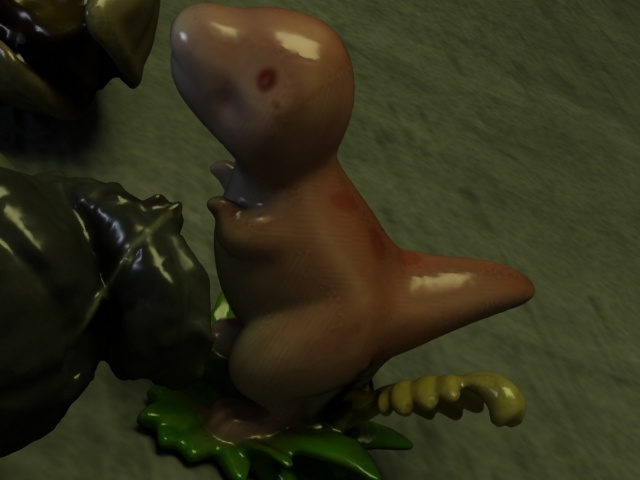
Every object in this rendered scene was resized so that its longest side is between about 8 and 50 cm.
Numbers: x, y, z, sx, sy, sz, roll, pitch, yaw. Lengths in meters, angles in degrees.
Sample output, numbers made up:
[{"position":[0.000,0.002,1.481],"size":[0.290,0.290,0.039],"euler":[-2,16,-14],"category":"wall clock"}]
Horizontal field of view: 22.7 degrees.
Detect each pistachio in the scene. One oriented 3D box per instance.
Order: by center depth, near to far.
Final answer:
[{"position":[-0.149,-0.152,0.858],"size":[0.153,0.137,0.238],"euler":[56,10,-32],"category":"pistachio"}]

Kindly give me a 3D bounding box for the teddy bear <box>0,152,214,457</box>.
[{"position":[-0.174,0.013,0.528],"size":[0.251,0.144,0.171],"euler":[41,50,21],"category":"teddy bear"}]

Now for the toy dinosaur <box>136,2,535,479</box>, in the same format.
[{"position":[0.002,-0.002,0.678],"size":[0.194,0.177,0.152],"euler":[28,25,-6],"category":"toy dinosaur"}]
